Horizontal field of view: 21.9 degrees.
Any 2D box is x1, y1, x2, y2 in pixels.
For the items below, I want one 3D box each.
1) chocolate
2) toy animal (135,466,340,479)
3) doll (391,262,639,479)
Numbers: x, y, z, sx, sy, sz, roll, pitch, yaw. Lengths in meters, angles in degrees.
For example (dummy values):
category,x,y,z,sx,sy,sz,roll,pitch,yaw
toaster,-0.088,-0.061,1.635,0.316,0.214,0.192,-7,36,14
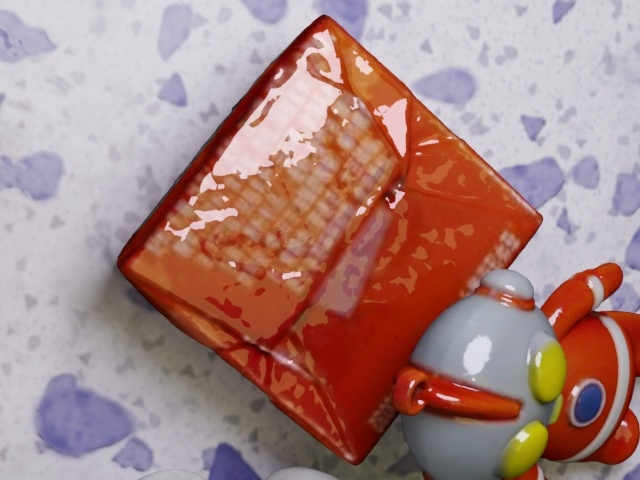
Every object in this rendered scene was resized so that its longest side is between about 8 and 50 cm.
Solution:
category,x,y,z,sx,sy,sz,roll,pitch,yaw
chocolate,0.000,0.000,1.207,0.235,0.108,0.237,40,79,-17
toy animal,0.001,0.269,1.149,0.367,0.241,0.196,15,90,-19
doll,0.152,0.107,1.197,0.336,0.105,0.200,8,101,-53
